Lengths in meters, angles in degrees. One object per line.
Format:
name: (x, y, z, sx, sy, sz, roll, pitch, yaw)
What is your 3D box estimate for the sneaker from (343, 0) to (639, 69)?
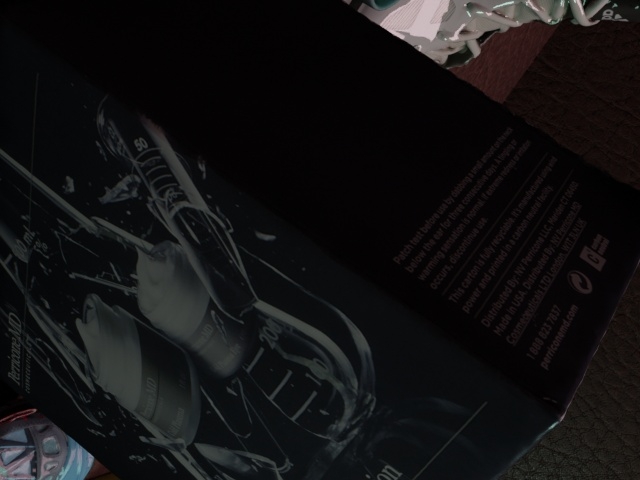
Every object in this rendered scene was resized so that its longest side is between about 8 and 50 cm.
sneaker: (0.162, -0.211, 0.702, 0.447, 0.257, 0.169, -58, 169, 22)

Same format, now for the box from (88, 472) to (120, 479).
box: (-0.279, 0.377, 1.149, 0.058, 0.087, 0.232, -55, 169, -4)

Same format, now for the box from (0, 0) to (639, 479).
box: (-0.032, 0.042, 0.514, 0.179, 0.312, 0.343, -44, 165, -42)

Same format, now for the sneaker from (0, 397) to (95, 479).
sneaker: (-0.295, 0.227, 0.630, 0.262, 0.104, 0.125, -59, 152, 5)

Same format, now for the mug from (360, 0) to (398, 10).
mug: (0.028, -0.221, 0.519, 0.129, 0.097, 0.157, -46, 168, -38)
